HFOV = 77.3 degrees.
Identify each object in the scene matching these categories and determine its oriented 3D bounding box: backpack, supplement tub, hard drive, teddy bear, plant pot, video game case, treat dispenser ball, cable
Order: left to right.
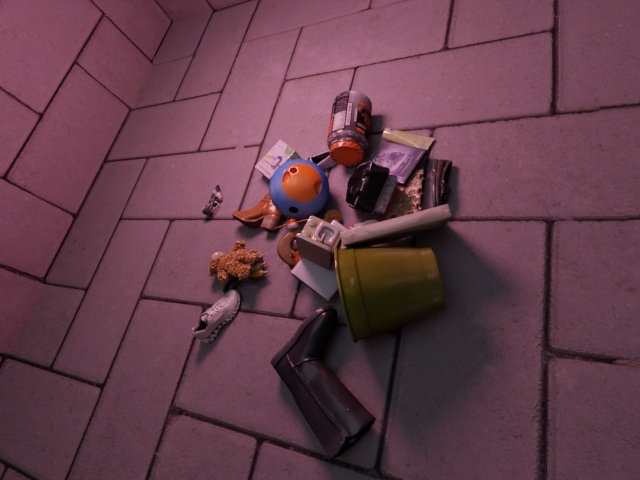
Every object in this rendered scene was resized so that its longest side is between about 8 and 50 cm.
[{"bbox_3d":[-0.436,0.105,1.967,0.338,0.113,0.245,22,77,50],"label":"teddy bear"},{"bbox_3d":[-0.380,0.157,1.983,0.288,0.072,0.139,-25,57,14],"label":"cable"},{"bbox_3d":[-0.101,-0.245,1.917,0.289,0.288,0.287,-12,60,22],"label":"treat dispenser ball"},{"bbox_3d":[0.046,0.084,1.739,0.203,0.040,0.307,37,73,8],"label":"hard drive"},{"bbox_3d":[0.145,-0.557,2.003,0.207,0.207,0.337,-4,64,26],"label":"supplement tub"},{"bbox_3d":[0.214,-0.233,1.787,0.224,0.191,0.253,-69,17,4],"label":"backpack"},{"bbox_3d":[0.266,0.171,1.504,0.354,0.366,0.366,-12,59,8],"label":"plant pot"},{"bbox_3d":[0.342,-0.371,1.889,0.274,0.026,0.196,28,80,44],"label":"video game case"}]

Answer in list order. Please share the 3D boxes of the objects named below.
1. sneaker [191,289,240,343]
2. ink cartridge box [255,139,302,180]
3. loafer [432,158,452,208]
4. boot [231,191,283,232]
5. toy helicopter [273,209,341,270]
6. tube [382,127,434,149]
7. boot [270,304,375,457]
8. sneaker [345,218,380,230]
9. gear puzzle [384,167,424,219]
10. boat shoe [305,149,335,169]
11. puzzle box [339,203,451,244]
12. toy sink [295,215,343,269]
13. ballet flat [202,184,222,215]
[{"bbox_3d":[-0.497,0.356,1.915,0.110,0.118,0.292,30,79,37],"label":"sneaker"},{"bbox_3d":[-0.231,-0.424,2.199,0.212,0.093,0.154,-48,54,0],"label":"ink cartridge box"},{"bbox_3d":[0.524,-0.242,1.716,0.084,0.096,0.267,-3,62,20],"label":"loafer"},{"bbox_3d":[-0.314,-0.174,2.098,0.284,0.109,0.220,13,73,30],"label":"boot"},{"bbox_3d":[-0.054,-0.034,1.847,0.355,0.140,0.235,-41,96,-19],"label":"toy helicopter"},{"bbox_3d":[0.415,-0.482,1.922,0.240,0.062,0.069,25,119,30],"label":"tube"},{"bbox_3d":[0.045,0.521,1.523,0.367,0.146,0.445,-51,49,8],"label":"boot"},{"bbox_3d":[0.196,-0.045,1.811,0.162,0.057,0.075,-13,76,20],"label":"sneaker"},{"bbox_3d":[0.388,-0.241,1.817,0.176,0.044,0.338,-6,58,34],"label":"gear puzzle"},{"bbox_3d":[-0.042,-0.406,2.095,0.258,0.084,0.095,-23,57,15],"label":"boat shoe"},{"bbox_3d":[0.292,-0.042,1.580,0.410,0.272,0.052,-15,81,8],"label":"puzzle box"},{"bbox_3d":[0.000,0.000,1.618,0.153,0.234,0.131,24,71,10],"label":"toy sink"},{"bbox_3d":[-0.610,-0.228,2.314,0.074,0.074,0.203,7,62,30],"label":"ballet flat"}]
